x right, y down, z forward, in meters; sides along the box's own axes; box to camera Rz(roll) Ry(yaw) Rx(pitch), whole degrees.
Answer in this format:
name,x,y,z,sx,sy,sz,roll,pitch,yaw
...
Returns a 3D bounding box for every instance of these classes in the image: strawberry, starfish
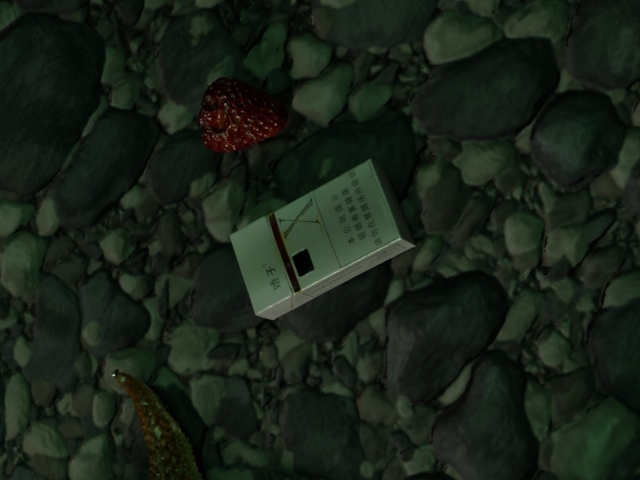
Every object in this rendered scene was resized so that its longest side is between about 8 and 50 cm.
name,x,y,z,sx,sy,sz,roll,pitch,yaw
strawberry,-0.073,-0.118,1.327,0.083,0.073,0.073,-5,77,12
starfish,-0.159,0.311,1.271,0.301,0.084,0.293,33,94,25

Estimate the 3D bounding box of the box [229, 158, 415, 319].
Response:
name,x,y,z,sx,sy,sz,roll,pitch,yaw
box,0.000,0.000,1.277,0.154,0.040,0.084,-28,69,18
